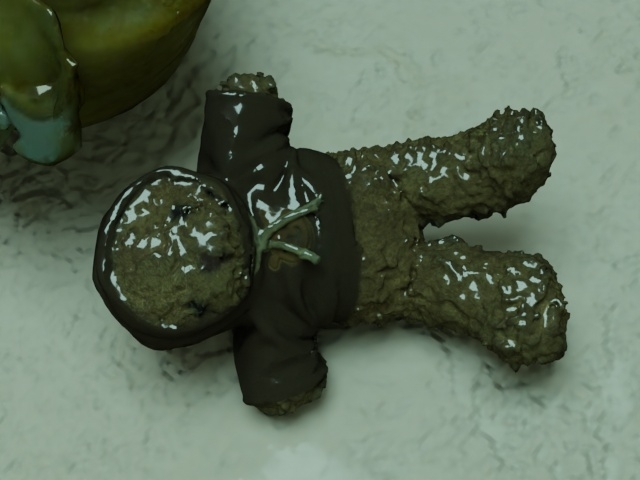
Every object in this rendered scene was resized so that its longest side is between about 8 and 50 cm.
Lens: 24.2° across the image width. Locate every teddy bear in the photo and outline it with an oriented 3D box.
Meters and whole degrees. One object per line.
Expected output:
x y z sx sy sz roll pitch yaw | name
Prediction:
0.001 -0.001 0.523 0.160 0.078 0.119 -4 93 -4 | teddy bear

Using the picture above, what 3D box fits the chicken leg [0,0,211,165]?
-0.225 -0.150 0.596 0.429 0.153 0.201 14 93 22 | chicken leg
